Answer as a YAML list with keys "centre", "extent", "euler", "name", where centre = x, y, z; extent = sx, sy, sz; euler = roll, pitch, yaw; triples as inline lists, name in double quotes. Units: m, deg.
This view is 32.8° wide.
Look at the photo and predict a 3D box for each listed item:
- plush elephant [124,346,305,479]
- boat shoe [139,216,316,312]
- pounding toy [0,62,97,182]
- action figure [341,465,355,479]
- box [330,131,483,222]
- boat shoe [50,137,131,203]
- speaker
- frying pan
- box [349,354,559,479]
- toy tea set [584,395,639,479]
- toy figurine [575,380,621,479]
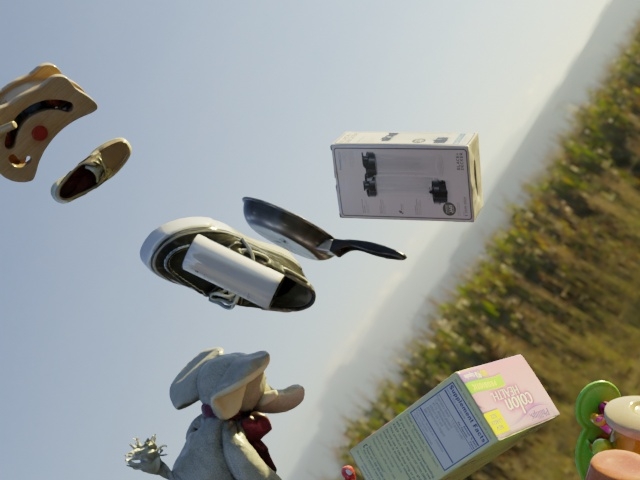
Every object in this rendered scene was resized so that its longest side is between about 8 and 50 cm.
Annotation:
- centre: [-0.139, 0.304, 1.819]
  extent: [0.272, 0.330, 0.255]
  euler: [12, 76, 61]
  name: "plush elephant"
- centre: [-0.130, 0.053, 1.642]
  extent: [0.306, 0.105, 0.113]
  euler: [24, -73, -46]
  name: "boat shoe"
- centre: [-0.514, -0.181, 1.914]
  extent: [0.270, 0.155, 0.154]
  euler: [-33, -50, -13]
  name: "pounding toy"
- centre: [0.045, 0.270, 1.046]
  extent: [0.030, 0.115, 0.038]
  euler: [-40, -28, 29]
  name: "action figure"
- centre: [0.176, -0.132, 2.212]
  extent: [0.087, 0.290, 0.169]
  euler: [-51, -43, -56]
  name: "box"
- centre: [-0.327, -0.098, 1.572]
  extent: [0.135, 0.050, 0.045]
  euler: [-42, 19, -10]
  name: "boat shoe"
- centre: [-0.120, 0.044, 1.508]
  extent: [0.055, 0.136, 0.055]
  euler: [25, -90, -86]
  name: "speaker"
- centre: [0.004, 0.007, 1.862]
  extent: [0.053, 0.326, 0.197]
  euler: [-63, -18, -9]
  name: "frying pan"
- centre: [0.209, 0.300, 1.695]
  extent: [0.243, 0.117, 0.214]
  euler: [-42, -21, 31]
  name: "box"
- centre: [0.380, 0.239, 1.049]
  extent: [0.200, 0.336, 0.124]
  euler: [-114, 24, -68]
  name: "toy tea set"
- centre: [0.423, 0.279, 1.419]
  extent: [0.130, 0.173, 0.159]
  euler: [-29, 17, -13]
  name: "toy figurine"
